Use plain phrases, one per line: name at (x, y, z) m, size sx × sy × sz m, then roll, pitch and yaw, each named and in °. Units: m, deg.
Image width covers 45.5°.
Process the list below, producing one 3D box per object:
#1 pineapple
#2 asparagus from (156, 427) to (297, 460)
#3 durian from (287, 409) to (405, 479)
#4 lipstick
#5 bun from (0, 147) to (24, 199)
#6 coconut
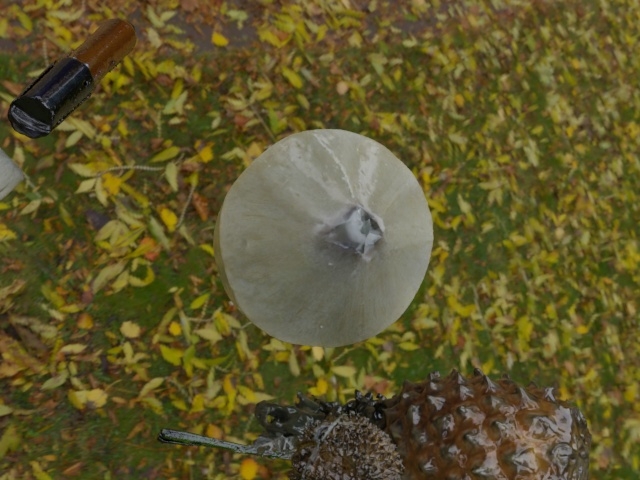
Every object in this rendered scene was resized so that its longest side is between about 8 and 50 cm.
pineapple at (0.090, 0.208, 0.796) m, size 0.175 × 0.361 × 0.175 m, roll -9°, pitch 101°, yaw -60°
asparagus at (-0.125, 0.302, 1.120) m, size 0.232 × 0.022 × 0.023 m, roll 15°, pitch 66°, yaw -23°
durian at (0.018, 0.161, 0.522) m, size 0.080 × 0.091 × 0.080 m, roll -26°, pitch 130°, yaw -34°
lipstick at (-0.386, -0.281, 1.244) m, size 0.077 × 0.077 × 0.418 m, roll 45°, pitch 27°, yaw -19°
bun at (-0.623, -0.130, 1.202) m, size 0.263 × 0.263 × 0.175 m, roll 44°, pitch 76°, yaw -19°
coconut at (0.000, 0.000, 0.720) m, size 0.202 × 0.222 × 0.202 m, roll 1°, pitch 87°, yaw -13°
